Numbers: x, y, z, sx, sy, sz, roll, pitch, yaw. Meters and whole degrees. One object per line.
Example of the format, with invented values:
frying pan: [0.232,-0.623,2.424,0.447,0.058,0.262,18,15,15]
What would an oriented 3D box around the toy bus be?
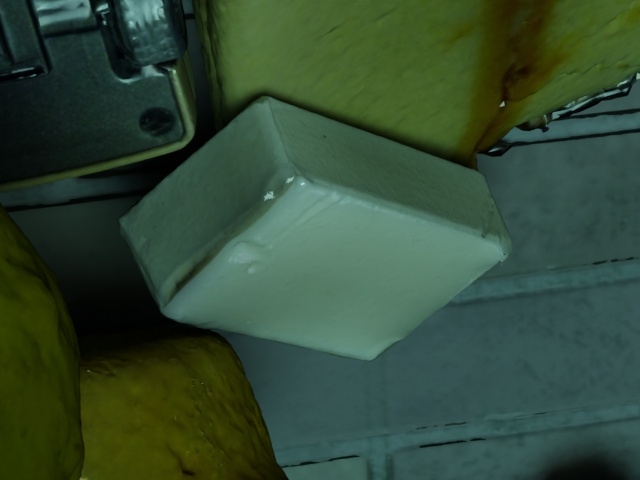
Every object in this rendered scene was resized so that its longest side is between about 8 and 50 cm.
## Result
toy bus: [-0.172,-0.207,0.848,0.177,0.202,0.365,-11,126,1]

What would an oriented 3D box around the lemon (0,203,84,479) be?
lemon: [-0.251,0.059,0.758,0.316,0.285,0.285,18,115,-2]

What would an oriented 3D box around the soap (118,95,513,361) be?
soap: [0.000,0.000,1.020,0.183,0.064,0.121,16,133,-45]

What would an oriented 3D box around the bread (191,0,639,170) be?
bread: [0.074,-0.213,0.996,0.346,0.242,0.405,-17,153,-4]

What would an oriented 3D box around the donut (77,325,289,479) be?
donut: [-0.154,0.113,1.012,0.278,0.277,0.108,-9,92,-5]
